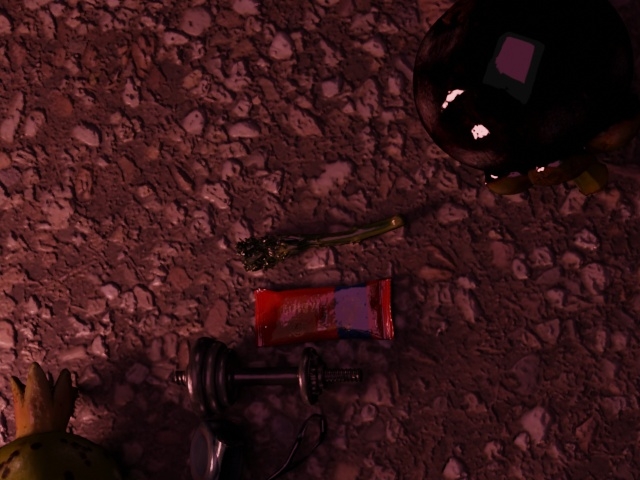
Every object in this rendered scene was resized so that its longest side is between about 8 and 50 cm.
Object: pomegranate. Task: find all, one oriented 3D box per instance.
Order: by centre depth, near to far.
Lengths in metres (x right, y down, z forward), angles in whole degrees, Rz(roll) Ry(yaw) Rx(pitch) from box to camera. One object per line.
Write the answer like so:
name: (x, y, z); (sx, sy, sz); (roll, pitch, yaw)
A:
pomegranate: (-0.386, 0.338, 1.859); (0.231, 0.231, 0.286); (-37, 47, 12)

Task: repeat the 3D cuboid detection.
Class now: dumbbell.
dumbbell: (-0.070, 0.181, 1.813); (0.254, 0.110, 0.110); (-2, 85, 11)

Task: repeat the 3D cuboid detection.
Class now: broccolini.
broccolini: (0.000, 0.000, 1.829); (0.239, 0.054, 0.051); (-11, 69, 14)

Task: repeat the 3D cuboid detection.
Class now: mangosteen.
mangosteen: (0.264, -0.177, 1.667); (0.275, 0.275, 0.302); (-34, 109, 13)

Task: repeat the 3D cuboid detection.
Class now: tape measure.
tape measure: (-0.085, 0.284, 1.840); (0.179, 0.107, 0.104); (-10, 114, -19)

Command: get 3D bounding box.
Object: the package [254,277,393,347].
package: (0.003, 0.098, 1.832); (0.200, 0.022, 0.083); (-5, 85, 19)
